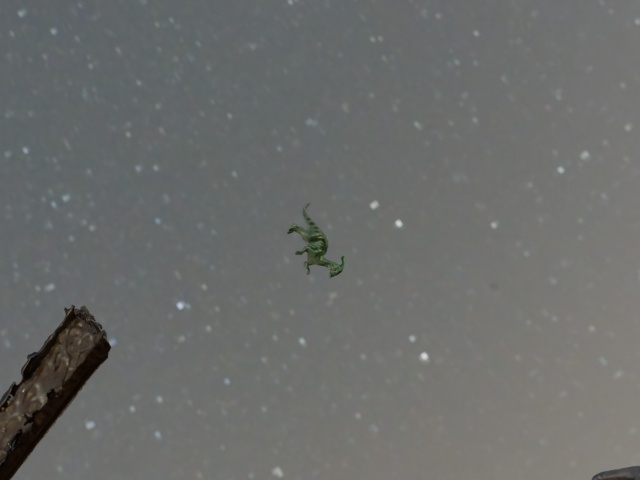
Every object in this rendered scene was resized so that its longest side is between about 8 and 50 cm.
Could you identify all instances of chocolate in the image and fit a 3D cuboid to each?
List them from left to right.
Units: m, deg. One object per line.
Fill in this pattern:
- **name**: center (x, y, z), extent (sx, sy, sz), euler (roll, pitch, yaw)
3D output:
- **chocolate**: center (-0.360, 0.228, 1.648), extent (0.065, 0.102, 0.329), euler (35, -88, -31)

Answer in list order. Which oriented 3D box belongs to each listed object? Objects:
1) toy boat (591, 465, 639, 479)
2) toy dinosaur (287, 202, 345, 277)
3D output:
- **toy boat**: center (0.399, 0.298, 1.386), extent (0.078, 0.283, 0.127), euler (19, -102, -43)
- **toy dinosaur**: center (0.000, 0.000, 1.277), extent (0.083, 0.062, 0.021), euler (-62, -2, -42)
